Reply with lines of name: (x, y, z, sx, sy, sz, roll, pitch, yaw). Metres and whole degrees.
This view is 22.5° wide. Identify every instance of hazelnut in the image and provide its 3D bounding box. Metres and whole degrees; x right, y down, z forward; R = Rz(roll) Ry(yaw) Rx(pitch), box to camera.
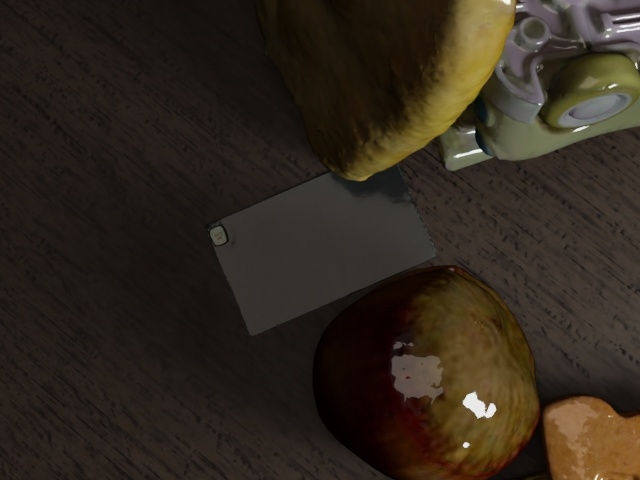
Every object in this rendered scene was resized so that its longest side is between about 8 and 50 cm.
hazelnut: (0.080, 0.125, 1.396, 0.208, 0.208, 0.208, -1, 84, 6)

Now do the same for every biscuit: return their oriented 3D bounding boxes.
biscuit: (0.023, -0.276, 1.333, 0.104, 0.446, 0.429, -12, 87, -22)
biscuit: (0.278, 0.285, 1.397, 0.283, 0.043, 0.306, 27, 93, -5)

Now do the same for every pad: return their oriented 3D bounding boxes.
pad: (0.000, 0.000, 1.497, 0.193, 0.004, 0.116, -23, 83, 2)

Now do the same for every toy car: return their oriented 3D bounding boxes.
toy car: (0.259, -0.195, 1.406, 0.336, 0.226, 0.242, -11, 72, -16)

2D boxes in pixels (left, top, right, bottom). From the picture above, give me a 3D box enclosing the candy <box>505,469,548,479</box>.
candy: (0.188, 0.231, 1.433, 0.182, 0.046, 0.053, -17, 89, -1)
